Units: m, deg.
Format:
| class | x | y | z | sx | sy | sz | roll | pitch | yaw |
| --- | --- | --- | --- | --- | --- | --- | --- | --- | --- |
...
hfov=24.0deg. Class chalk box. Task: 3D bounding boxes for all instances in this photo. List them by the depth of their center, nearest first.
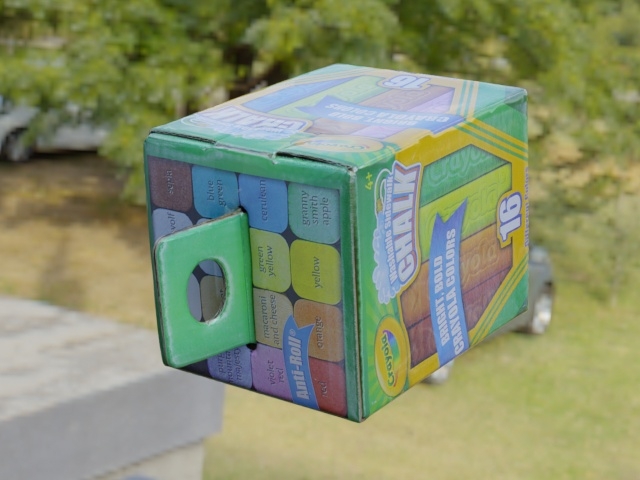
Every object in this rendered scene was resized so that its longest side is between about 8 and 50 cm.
| class | x | y | z | sx | sy | sz | roll | pitch | yaw |
| --- | --- | --- | --- | --- | --- | --- | --- | --- | --- |
| chalk box | 0.000 | 0.000 | 0.766 | 0.132 | 0.132 | 0.213 | 12 | 26 | 34 |
